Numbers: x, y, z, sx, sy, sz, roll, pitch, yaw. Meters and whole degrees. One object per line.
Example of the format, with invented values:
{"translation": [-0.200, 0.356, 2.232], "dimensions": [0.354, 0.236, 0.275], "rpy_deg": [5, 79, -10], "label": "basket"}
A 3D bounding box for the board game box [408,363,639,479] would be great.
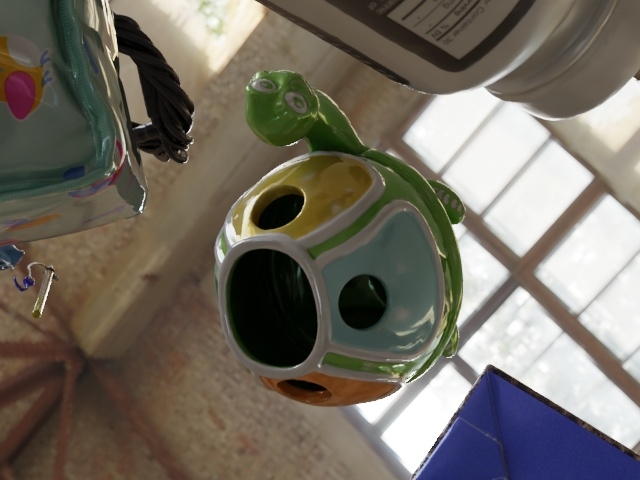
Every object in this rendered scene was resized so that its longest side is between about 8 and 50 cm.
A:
{"translation": [0.235, 0.257, 1.092], "dimensions": [0.232, 0.141, 0.291], "rpy_deg": [31, 174, 34], "label": "board game box"}

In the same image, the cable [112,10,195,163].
{"translation": [-0.171, -0.127, 1.101], "dimensions": [0.150, 0.047, 0.184], "rpy_deg": [35, 154, 8], "label": "cable"}

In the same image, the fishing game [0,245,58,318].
{"translation": [-0.304, -0.053, 1.075], "dimensions": [0.264, 0.041, 0.189], "rpy_deg": [51, -176, -11], "label": "fishing game"}

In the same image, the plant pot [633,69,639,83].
{"translation": [0.292, -0.274, 1.110], "dimensions": [0.229, 0.263, 0.263], "rpy_deg": [24, -156, -32], "label": "plant pot"}

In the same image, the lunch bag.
{"translation": [-0.224, -0.056, 0.624], "dimensions": [0.223, 0.262, 0.160], "rpy_deg": [147, 112, -83], "label": "lunch bag"}

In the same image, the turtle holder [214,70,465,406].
{"translation": [0.014, 0.012, 1.288], "dimensions": [0.243, 0.320, 0.227], "rpy_deg": [24, -159, 24], "label": "turtle holder"}

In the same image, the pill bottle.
{"translation": [0.042, -0.187, 0.716], "dimensions": [0.319, 0.176, 0.176], "rpy_deg": [25, -157, -31], "label": "pill bottle"}
